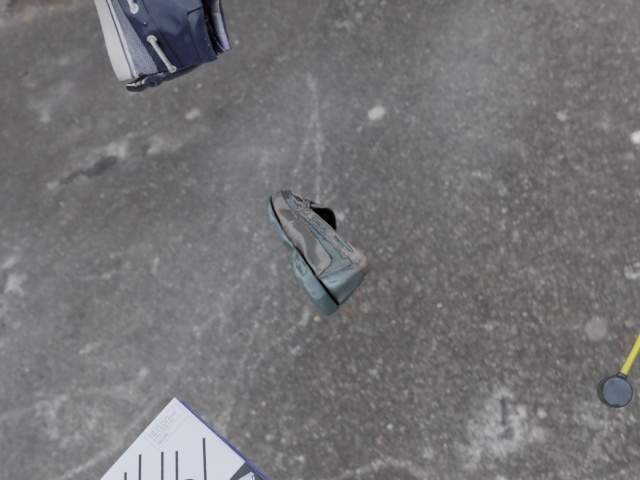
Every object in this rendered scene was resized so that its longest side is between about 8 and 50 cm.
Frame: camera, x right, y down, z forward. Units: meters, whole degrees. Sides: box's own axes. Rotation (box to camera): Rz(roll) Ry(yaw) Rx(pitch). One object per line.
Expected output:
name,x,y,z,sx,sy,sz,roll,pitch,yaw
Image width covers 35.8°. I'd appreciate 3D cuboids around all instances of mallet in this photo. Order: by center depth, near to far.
mallet,0.386,0.116,1.185,0.039,0.062,0.190,28,95,11

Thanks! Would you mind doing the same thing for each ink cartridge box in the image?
ink cartridge box,-0.124,0.212,0.632,0.097,0.046,0.207,37,77,24

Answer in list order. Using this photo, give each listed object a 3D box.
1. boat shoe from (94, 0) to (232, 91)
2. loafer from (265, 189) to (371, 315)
boat shoe,-0.227,-0.373,1.301,0.158,0.341,0.127,-7,25,23
loafer,0.000,0.000,1.245,0.084,0.096,0.267,-36,30,5
